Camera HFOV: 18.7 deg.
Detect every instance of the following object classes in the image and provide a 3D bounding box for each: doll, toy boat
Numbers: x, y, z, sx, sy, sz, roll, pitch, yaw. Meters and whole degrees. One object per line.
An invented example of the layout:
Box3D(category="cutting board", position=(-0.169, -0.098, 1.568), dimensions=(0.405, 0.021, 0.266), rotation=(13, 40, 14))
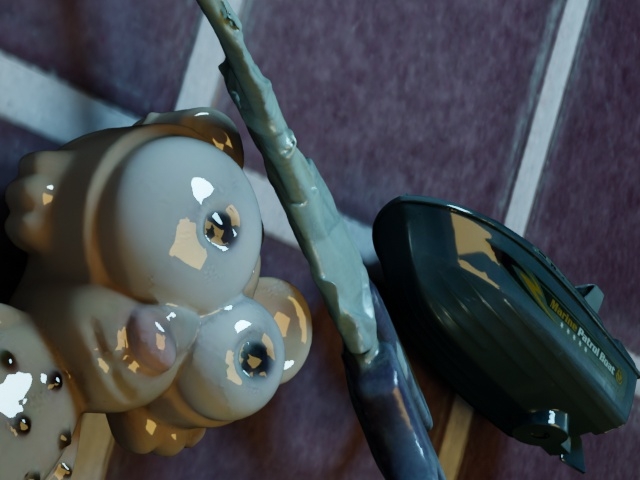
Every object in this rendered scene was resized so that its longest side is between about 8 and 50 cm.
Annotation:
Box3D(category="doll", position=(-0.115, 0.061, 0.812), dimensions=(0.278, 0.119, 0.154), rotation=(-48, 119, -31))
Box3D(category="toy boat", position=(0.100, 0.038, 1.101), dimensions=(0.246, 0.093, 0.103), rotation=(44, 44, -47))

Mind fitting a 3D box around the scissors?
Box3D(category="scissors", position=(0.000, 0.000, 0.901), dimensions=(0.256, 0.029, 0.383), rotation=(-104, 171, -58))
